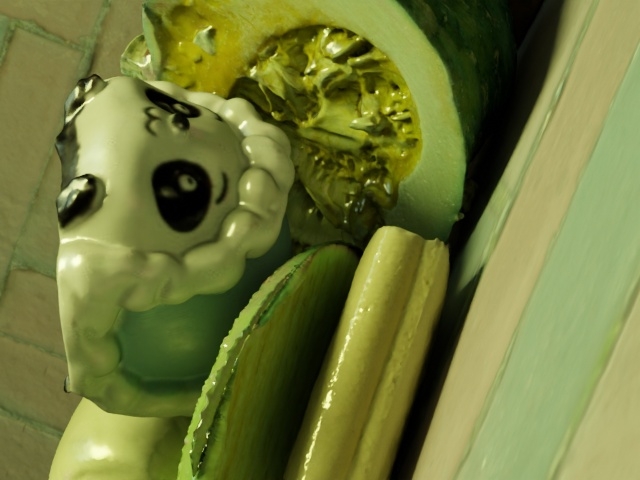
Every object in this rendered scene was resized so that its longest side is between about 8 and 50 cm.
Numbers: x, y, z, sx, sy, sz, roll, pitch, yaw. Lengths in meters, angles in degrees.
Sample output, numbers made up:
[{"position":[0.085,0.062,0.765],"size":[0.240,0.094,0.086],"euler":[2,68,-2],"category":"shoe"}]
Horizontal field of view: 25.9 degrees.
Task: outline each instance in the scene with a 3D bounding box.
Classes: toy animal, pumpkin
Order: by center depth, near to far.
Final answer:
[{"position":[-0.092,-0.003,0.912],"size":[0.208,0.156,0.204],"euler":[-97,9,-46],"category":"toy animal"},{"position":[0.012,-0.127,1.008],"size":[0.197,0.263,0.293],"euler":[-58,-12,-46],"category":"pumpkin"}]

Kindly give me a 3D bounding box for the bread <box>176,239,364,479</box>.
[{"position":[-0.031,0.142,0.894],"size":[0.301,0.045,0.301],"euler":[13,-90,-72],"category":"bread"}]

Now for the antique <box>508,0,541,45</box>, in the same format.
[{"position":[0.119,-0.179,1.131],"size":[0.310,0.087,0.093],"euler":[115,175,-51],"category":"antique"}]

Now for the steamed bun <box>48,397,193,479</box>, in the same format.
[{"position":[-0.106,0.193,1.027],"size":[0.250,0.155,0.200],"euler":[63,-144,-32],"category":"steamed bun"}]

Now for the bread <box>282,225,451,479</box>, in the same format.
[{"position":[0.030,0.092,0.854],"size":[0.139,0.060,0.178],"euler":[84,-156,-72],"category":"bread"}]
